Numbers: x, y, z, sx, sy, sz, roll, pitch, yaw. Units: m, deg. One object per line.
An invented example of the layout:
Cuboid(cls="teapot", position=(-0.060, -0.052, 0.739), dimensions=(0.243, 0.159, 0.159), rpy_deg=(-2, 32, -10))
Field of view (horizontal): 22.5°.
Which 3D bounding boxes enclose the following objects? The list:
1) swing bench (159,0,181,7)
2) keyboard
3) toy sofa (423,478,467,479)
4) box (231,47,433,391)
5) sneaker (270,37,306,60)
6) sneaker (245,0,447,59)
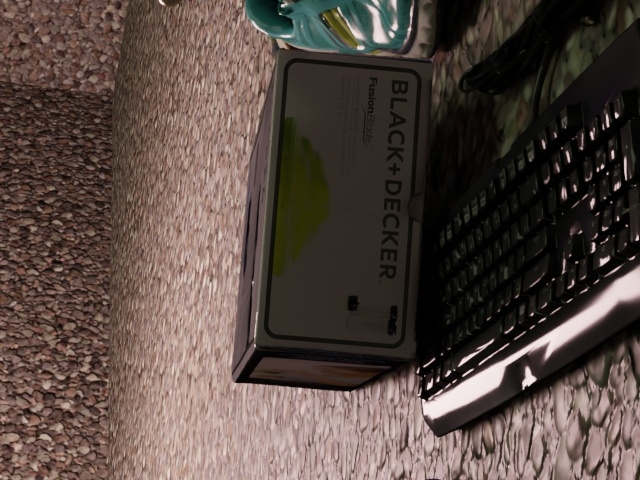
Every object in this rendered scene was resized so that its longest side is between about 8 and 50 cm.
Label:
Cuboid(cls="swing bench", position=(-0.051, -0.342, 1.183), dimensions=(0.165, 0.254, 0.253), rpy_deg=(59, -171, -37))
Cuboid(cls="keyboard", position=(0.096, -0.028, 0.777), dimensions=(0.317, 0.033, 0.201), rpy_deg=(129, 146, -67))
Cuboid(cls="toy sofa", position=(0.022, 0.231, 0.697), dimensions=(0.362, 0.150, 0.177), rpy_deg=(-132, 49, -74))
Cuboid(cls="box", position=(0.000, 0.000, 0.987), dimensions=(0.290, 0.087, 0.169), rpy_deg=(127, 148, -80))
Cuboid(cls="sneaker", position=(-0.014, -0.116, 1.248), dimensions=(0.192, 0.064, 0.086), rpy_deg=(-105, 29, -53))
Cuboid(cls="sneaker", position=(0.017, -0.164, 1.023), dimensions=(0.275, 0.110, 0.107), rpy_deg=(156, 120, -75))
